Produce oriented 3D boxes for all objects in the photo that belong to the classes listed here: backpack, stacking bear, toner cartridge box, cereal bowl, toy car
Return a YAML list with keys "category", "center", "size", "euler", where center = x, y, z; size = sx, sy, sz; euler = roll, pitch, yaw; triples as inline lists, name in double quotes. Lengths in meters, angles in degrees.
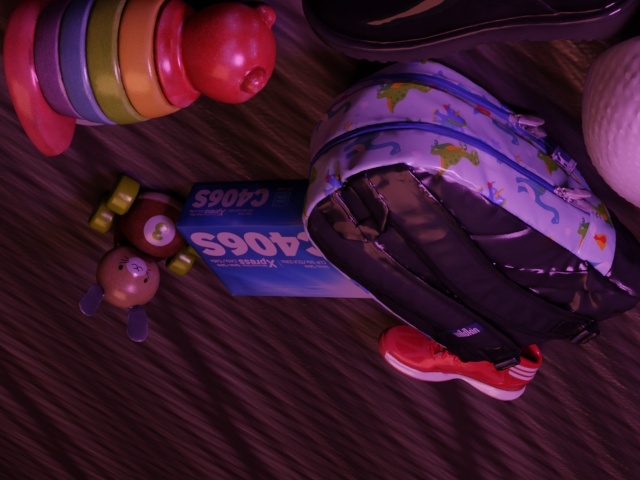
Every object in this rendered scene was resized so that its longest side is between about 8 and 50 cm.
- category: "backpack"
  center: [0.140, -0.032, 1.721]
  size: [0.355, 0.273, 0.290]
  euler: [18, 150, -37]
- category: "stacking bear"
  center: [-0.187, -0.203, 1.731]
  size: [0.289, 0.175, 0.164]
  euler: [-1, 152, 18]
- category: "toner cartridge box"
  center: [0.000, 0.000, 2.013]
  size: [0.348, 0.075, 0.165]
  euler: [-1, 145, 33]
- category: "cereal bowl"
  center: [0.410, -0.076, 1.463]
  size: [0.339, 0.141, 0.339]
  euler: [8, 166, 2]
- category: "toy car"
  center: [-0.253, 0.037, 2.118]
  size: [0.155, 0.188, 0.149]
  euler: [29, 150, -14]

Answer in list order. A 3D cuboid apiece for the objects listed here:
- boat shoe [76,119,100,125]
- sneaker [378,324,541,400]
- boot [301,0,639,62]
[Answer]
- category: "boat shoe"
  center: [-0.268, -0.174, 1.933]
  size: [0.142, 0.040, 0.049]
  euler: [-6, 149, 40]
- category: "sneaker"
  center: [0.199, 0.139, 2.131]
  size: [0.221, 0.087, 0.128]
  euler: [14, 143, -12]
- category: "boot"
  center: [0.117, -0.292, 1.393]
  size: [0.348, 0.131, 0.260]
  euler: [-4, 150, 20]
